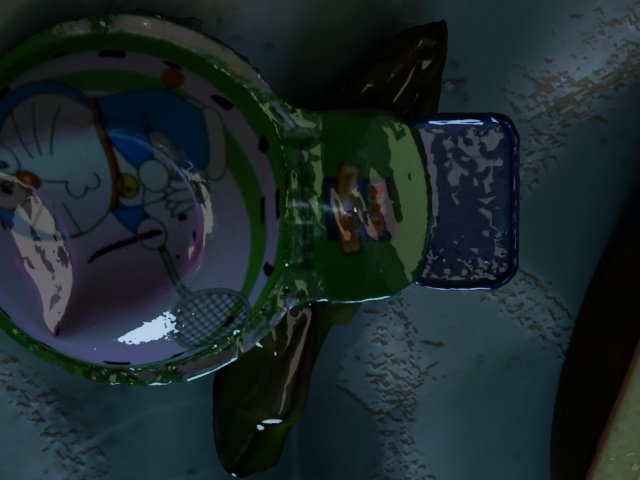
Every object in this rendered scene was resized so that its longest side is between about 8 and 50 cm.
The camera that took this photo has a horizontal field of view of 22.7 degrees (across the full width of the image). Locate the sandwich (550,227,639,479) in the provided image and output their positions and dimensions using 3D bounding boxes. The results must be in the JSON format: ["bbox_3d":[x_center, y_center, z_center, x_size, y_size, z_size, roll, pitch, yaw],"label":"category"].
[{"bbox_3d":[0.209,0.082,0.983,0.094,0.096,0.258,10,112,-13],"label":"sandwich"}]

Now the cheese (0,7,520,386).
[{"bbox_3d":[-0.057,-0.020,0.830,0.320,0.083,0.204,0,105,7],"label":"cheese"}]

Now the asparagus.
[{"bbox_3d":[0.000,0.000,0.900,0.080,0.080,0.287,18,113,-22],"label":"asparagus"}]
